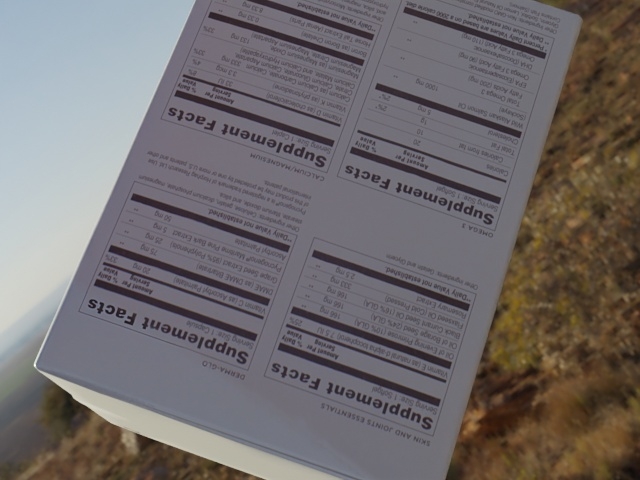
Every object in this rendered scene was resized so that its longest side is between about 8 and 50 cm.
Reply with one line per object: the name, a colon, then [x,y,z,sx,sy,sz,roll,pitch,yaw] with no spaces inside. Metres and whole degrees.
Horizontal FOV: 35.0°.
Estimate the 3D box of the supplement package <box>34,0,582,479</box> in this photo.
supplement package: [0.000,0.000,0.580,0.199,0.198,0.263,95,-166,-73]
